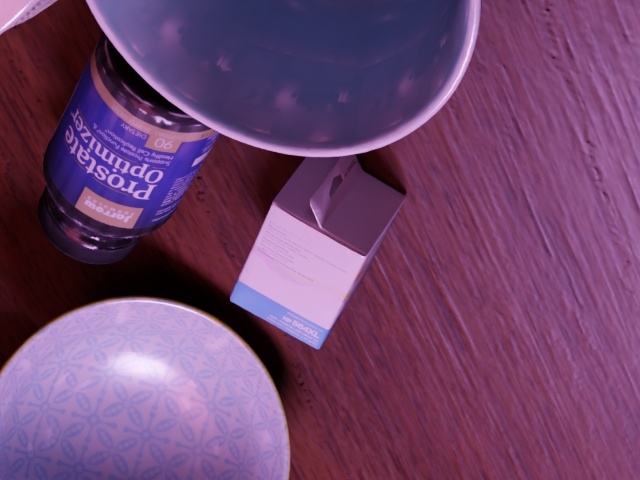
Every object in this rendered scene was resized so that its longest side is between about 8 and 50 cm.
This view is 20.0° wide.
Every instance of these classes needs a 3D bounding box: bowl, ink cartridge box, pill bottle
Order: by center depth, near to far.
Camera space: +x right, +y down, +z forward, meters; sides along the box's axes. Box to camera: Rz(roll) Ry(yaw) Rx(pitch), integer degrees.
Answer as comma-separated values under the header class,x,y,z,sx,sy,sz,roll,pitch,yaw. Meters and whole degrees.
class,x,y,z,sx,sy,sz,roll,pitch,yaw
bowl,-0.008,-0.232,1.271,0.311,0.163,0.312,16,132,18
ink cartridge box,0.000,0.000,1.504,0.090,0.092,0.143,30,135,4
pill bottle,-0.159,-0.080,1.507,0.123,0.123,0.219,34,135,0
bowl,-0.180,0.196,1.691,0.289,0.289,0.156,42,171,-7

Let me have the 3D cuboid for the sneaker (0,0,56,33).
class,x,y,z,sx,sy,sz,roll,pitch,yaw
sneaker,-0.331,-0.216,1.495,0.350,0.131,0.148,-23,103,34
